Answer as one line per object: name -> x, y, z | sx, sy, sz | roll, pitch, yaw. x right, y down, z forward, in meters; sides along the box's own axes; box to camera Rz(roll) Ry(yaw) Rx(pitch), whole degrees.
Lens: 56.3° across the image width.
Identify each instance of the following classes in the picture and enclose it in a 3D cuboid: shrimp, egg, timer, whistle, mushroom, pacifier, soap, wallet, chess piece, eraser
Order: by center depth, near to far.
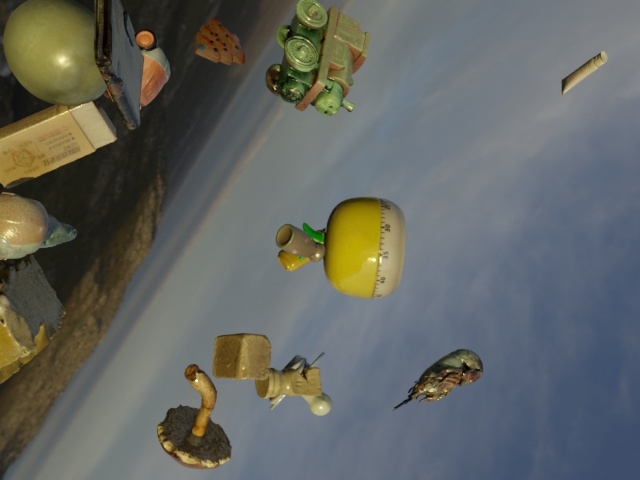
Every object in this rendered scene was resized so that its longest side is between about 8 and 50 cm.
soap -> -0.521, 0.106, 1.069 | 0.304, 0.169, 0.339 | -22, -161, 25
wallet -> -0.372, -0.332, 1.107 | 0.317, 0.044, 0.169 | 137, -47, -79
shrimp -> 0.245, 0.303, 1.270 | 0.232, 0.079, 0.090 | -26, 162, -17
egg -> -0.650, -0.473, 1.498 | 0.352, 0.258, 0.259 | 30, -94, 46
timer -> 0.068, 0.013, 1.517 | 0.285, 0.285, 0.285 | -53, -168, 17
whistle -> -0.801, -0.025, 1.645 | 0.189, 0.189, 0.348 | -57, 166, 1
eraser -> -0.750, -0.278, 1.646 | 0.343, 0.144, 0.078 | -23, -138, -1
mushroom -> -0.338, 0.530, 1.702 | 0.302, 0.232, 0.208 | 121, -11, -48
chess piece -> -0.086, 0.419, 1.766 | 0.090, 0.200, 0.090 | -19, -113, 56
pacifier -> -0.057, 0.559, 2.216 | 0.299, 0.233, 0.244 | -50, 176, 20

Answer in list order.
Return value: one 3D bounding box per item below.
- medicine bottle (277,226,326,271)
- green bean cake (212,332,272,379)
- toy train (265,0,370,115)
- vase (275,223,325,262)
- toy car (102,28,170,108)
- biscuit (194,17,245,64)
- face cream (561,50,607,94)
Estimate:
medicine bottle -> 0.000, 0.000, 1.713 | 0.260, 0.064, 0.095 | -32, -151, -15
green bean cake -> -0.194, 0.285, 1.463 | 0.179, 0.085, 0.109 | -18, -114, 55
toy train -> -0.002, -0.432, 1.442 | 0.150, 0.221, 0.305 | -34, -141, 53
vase -> -0.038, 0.008, 1.194 | 0.053, 0.100, 0.053 | -23, -126, 35
toy car -> -0.582, -0.500, 1.726 | 0.180, 0.270, 0.213 | 110, 4, -75
biscuit -> -0.216, -0.413, 1.258 | 0.019, 0.119, 0.130 | -37, -176, 43
face cream -> 0.523, -0.335, 1.195 | 0.115, 0.020, 0.038 | 140, -40, -63
